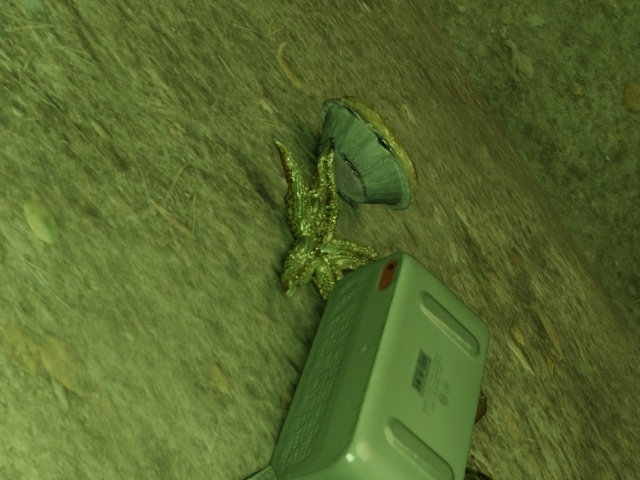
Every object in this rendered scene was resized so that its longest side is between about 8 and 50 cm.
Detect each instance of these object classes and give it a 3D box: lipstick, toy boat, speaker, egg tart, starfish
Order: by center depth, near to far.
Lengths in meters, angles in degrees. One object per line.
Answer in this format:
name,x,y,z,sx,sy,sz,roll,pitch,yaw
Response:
lipstick,-0.090,0.294,1.314,0.030,0.030,0.129,65,24,5
speaker,0.084,0.211,1.509,0.184,0.183,0.406,46,39,-23
starfish,-0.003,0.001,1.734,0.358,0.078,0.347,-30,97,-59
egg tart,0.066,-0.135,1.935,0.234,0.094,0.234,45,-17,18
toy boat,0.260,0.289,1.998,0.049,0.047,0.149,62,25,-1

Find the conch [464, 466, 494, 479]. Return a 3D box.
conch,0.201,0.416,1.671,0.187,0.124,0.181,-32,107,-38
